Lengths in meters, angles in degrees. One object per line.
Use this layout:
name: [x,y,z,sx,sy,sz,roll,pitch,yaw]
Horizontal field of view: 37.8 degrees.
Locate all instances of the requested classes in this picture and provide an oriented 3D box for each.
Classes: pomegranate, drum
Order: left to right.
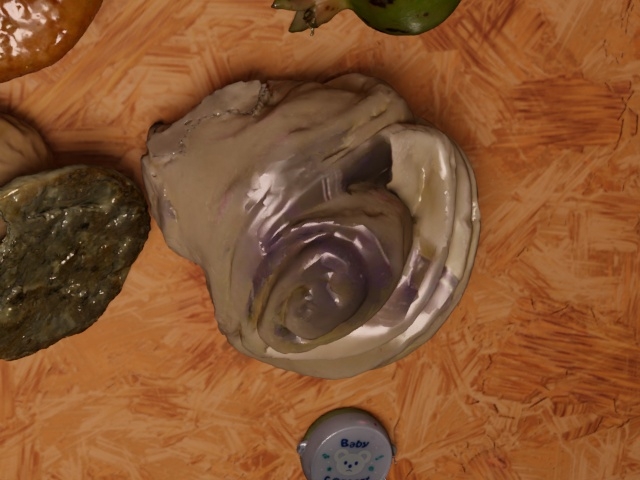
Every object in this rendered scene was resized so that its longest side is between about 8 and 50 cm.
drum: [0.003,0.328,1.185,0.130,0.049,0.253,21,102,-22]
pomegranate: [0.048,-0.280,0.945,0.220,0.156,0.156,-6,114,20]

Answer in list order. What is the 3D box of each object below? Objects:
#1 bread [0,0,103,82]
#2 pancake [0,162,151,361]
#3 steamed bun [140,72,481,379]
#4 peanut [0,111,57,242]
bread: [-0.330,-0.259,0.834,0.268,0.146,0.269,-5,106,-16]
pancake: [-0.272,0.024,0.933,0.253,0.037,0.254,-36,153,-22]
steamed bun: [0.000,0.000,0.965,0.394,0.237,0.347,17,104,-21]
peanut: [-0.398,-0.045,0.884,0.291,0.159,0.143,-9,89,-12]
